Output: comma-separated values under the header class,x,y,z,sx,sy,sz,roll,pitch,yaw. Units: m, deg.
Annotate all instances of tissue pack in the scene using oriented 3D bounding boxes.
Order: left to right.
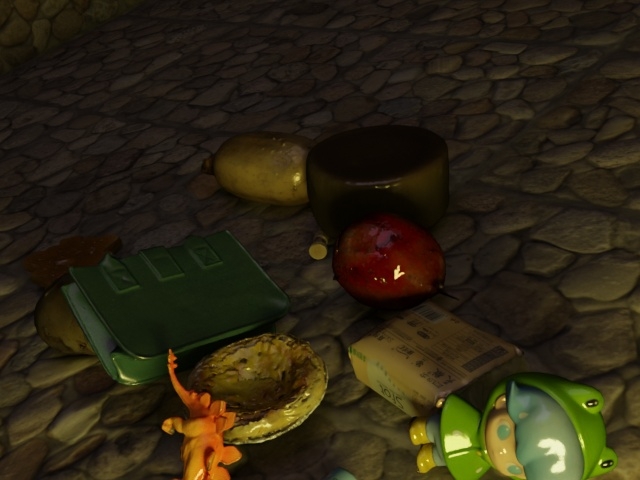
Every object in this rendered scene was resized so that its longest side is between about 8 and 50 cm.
class,x,y,z,sx,sy,sz,roll,pitch,yaw
tissue pack,0.177,0.189,1.438,0.186,0.090,0.222,-28,34,-26

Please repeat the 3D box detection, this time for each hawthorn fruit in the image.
class,x,y,z,sx,sy,sz,roll,pitch,yaw
hawthorn fruit,0.138,0.044,1.627,0.235,0.181,0.181,20,44,26

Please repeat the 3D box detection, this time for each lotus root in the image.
class,x,y,z,sx,sy,sz,roll,pitch,yaw
lotus root,-0.128,-0.165,2.089,0.342,0.151,0.169,12,39,33

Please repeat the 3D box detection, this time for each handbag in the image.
class,x,y,z,sx,sy,sz,roll,pitch,yaw
handbag,-0.236,0.103,1.595,0.326,0.089,0.238,-15,52,-37

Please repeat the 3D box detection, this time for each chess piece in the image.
class,x,y,z,sx,sy,sz,roll,pitch,yaw
chess piece,0.000,0.000,1.882,0.035,0.035,0.092,-8,27,11

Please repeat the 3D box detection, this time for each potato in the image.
class,x,y,z,sx,sy,sz,roll,pitch,yaw
potato,-0.407,0.127,1.717,0.262,0.165,0.165,5,36,33

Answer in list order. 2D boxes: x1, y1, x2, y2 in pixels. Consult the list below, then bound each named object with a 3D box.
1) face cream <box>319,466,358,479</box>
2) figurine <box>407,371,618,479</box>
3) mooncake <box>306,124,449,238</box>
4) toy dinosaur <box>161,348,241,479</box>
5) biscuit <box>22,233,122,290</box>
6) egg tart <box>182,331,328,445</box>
class,x,y,z,sx,sy,sz,roll,pitch,yaw
face cream,-0.039,0.386,1.220,0.229,0.075,0.075,-33,35,-30
figurine,0.244,0.253,1.243,0.263,0.162,0.143,-11,6,30
mooncake,0.115,-0.110,1.883,0.284,0.155,0.284,-7,32,5
toy dinosaur,-0.166,0.279,1.345,0.117,0.070,0.288,-23,60,29
biscuit,-0.515,0.057,2.002,0.212,0.041,0.239,-13,30,-9
egg tart,-0.098,0.238,1.471,0.234,0.094,0.234,-8,30,5
